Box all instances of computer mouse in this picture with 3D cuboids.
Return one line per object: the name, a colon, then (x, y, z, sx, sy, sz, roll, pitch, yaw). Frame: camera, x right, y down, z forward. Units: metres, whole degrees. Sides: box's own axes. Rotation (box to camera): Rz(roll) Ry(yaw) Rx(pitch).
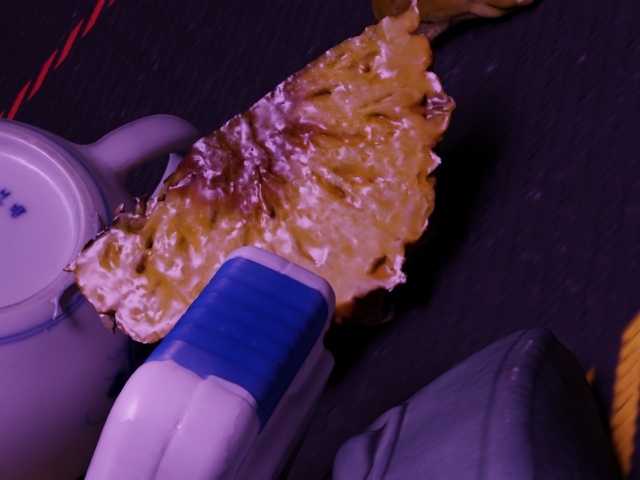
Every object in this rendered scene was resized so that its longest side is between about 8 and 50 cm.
computer mouse: (0.048, 0.156, 0.678, 0.188, 0.122, 0.371, -40, 25, 16)

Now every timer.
timer: (-0.067, 0.141, 0.784, 0.178, 0.078, 0.253, -54, -13, -62)

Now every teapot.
teapot: (-0.223, 0.060, 1.108, 0.424, 0.252, 0.280, -42, -18, -30)

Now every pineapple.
pineapple: (-0.005, 0.004, 0.996, 0.250, 0.140, 0.164, -37, -16, -8)

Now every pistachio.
pistachio: (0.080, -0.171, 1.123, 0.089, 0.049, 0.173, -57, 27, -14)
